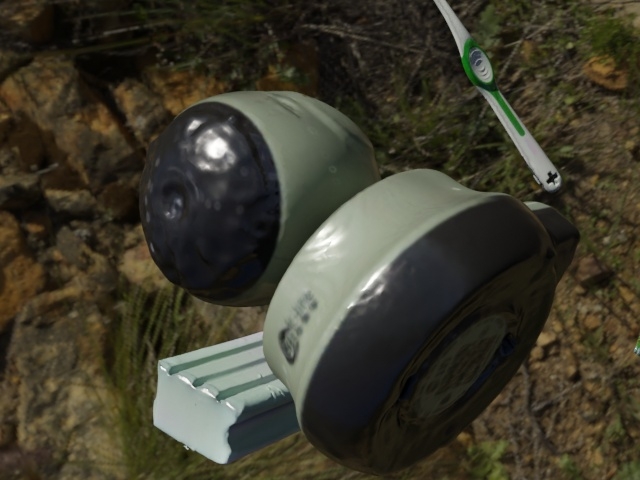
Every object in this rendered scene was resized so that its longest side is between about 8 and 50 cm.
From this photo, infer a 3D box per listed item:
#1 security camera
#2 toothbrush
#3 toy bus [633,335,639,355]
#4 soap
[{"bbox_3d":[0.000,0.000,0.596,0.277,0.191,0.197,42,124,32],"label":"security camera"},{"bbox_3d":[0.236,-0.244,1.278,0.418,0.042,0.040,54,164,-7],"label":"toothbrush"},{"bbox_3d":[0.485,0.156,1.297,0.031,0.083,0.037,19,92,14],"label":"toy bus"},{"bbox_3d":[-0.101,0.223,1.314,0.173,0.290,0.095,22,107,31],"label":"soap"}]
